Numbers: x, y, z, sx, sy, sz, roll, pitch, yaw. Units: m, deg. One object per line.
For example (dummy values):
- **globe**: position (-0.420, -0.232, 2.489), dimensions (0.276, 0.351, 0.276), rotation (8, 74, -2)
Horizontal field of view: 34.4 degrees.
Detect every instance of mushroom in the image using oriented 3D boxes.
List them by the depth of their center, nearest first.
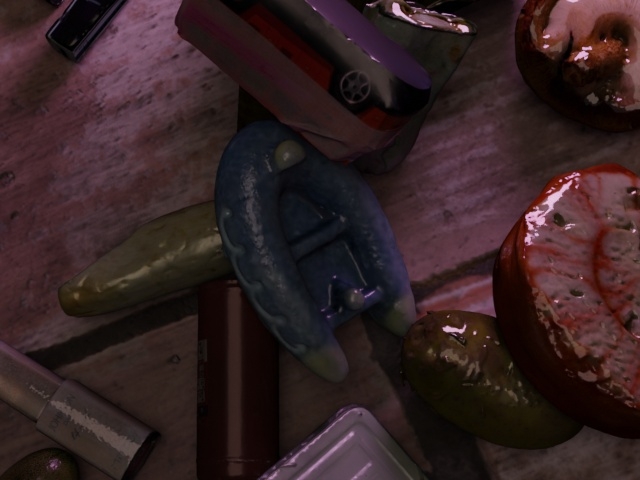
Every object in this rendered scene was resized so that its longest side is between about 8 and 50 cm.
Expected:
- **mushroom**: position (0.362, -0.245, 1.338), dimensions (0.231, 0.138, 0.194), rotation (38, 70, 0)
- **mushroom**: position (-0.179, 0.013, 1.344), dimensions (0.333, 0.087, 0.107), rotation (-16, 68, 1)

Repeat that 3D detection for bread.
- **bread**: position (0.364, 0.076, 1.226), dimensions (0.328, 0.114, 0.295), rotation (41, 64, 5)

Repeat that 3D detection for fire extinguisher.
- **fire extinguisher**: position (-0.121, 0.222, 1.292), dimensions (0.147, 0.106, 0.337), rotation (-7, 76, 28)

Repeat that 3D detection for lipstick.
- **lipstick**: position (-0.332, 0.213, 1.317), dimensions (0.253, 0.077, 0.079), rotation (29, 82, 10)

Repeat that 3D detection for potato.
- **potato**: position (0.215, 0.171, 1.265), dimensions (0.251, 0.113, 0.149), rotation (22, 71, -5)

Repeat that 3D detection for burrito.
- **burrito**: position (0.093, -0.186, 1.306), dimensions (0.144, 0.089, 0.229), rotation (11, 121, -17)

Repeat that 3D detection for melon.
- **melon**: position (-0.365, 0.330, 1.287), dimensions (0.099, 0.099, 0.162), rotation (38, 82, 11)

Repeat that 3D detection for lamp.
- **lamp**: position (0.042, 0.356, 1.205), dimensions (0.266, 0.047, 0.269), rotation (48, 51, 10)

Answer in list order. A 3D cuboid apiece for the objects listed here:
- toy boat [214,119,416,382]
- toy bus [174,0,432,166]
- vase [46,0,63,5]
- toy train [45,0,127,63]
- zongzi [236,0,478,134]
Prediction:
- **toy boat**: position (0.000, 0.000, 1.255), dimensions (0.215, 0.123, 0.330), rotation (-27, 92, -28)
- **toy bus**: position (-0.020, -0.222, 1.214), dimensions (0.303, 0.127, 0.147), rotation (42, 123, 3)
- **vase**: position (-0.440, -0.387, 1.466), dimensions (0.167, 0.059, 0.059), rotation (22, 81, 9)
- **toy train**: position (-0.285, -0.360, 1.455), dimensions (0.055, 0.048, 0.252), rotation (32, 77, 15)
- **zongzi**: position (0.089, -0.288, 1.366), dimensions (0.403, 0.208, 0.432), rotation (6, 103, -9)
